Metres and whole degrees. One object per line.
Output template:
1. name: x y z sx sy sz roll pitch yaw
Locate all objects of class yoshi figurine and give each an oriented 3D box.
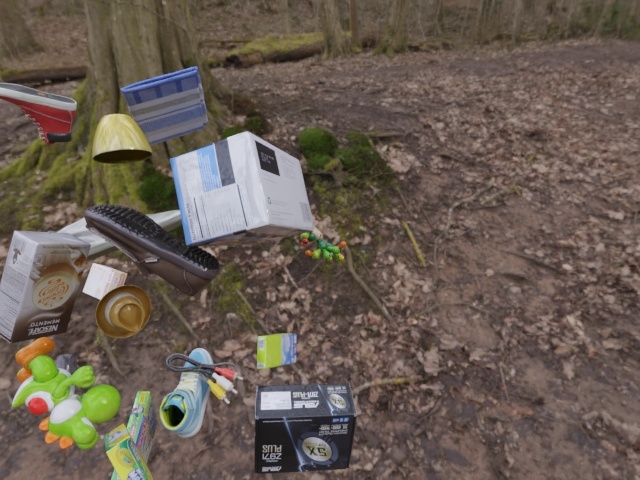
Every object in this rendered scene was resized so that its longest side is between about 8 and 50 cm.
1. yoshi figurine: -0.743 0.452 1.221 0.362 0.203 0.203 36 -7 22

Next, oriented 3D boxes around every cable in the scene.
1. cable: -0.423 0.477 1.502 0.287 0.072 0.139 31 55 -1

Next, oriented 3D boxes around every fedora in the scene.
1. fedora: -0.651 0.250 1.366 0.194 0.194 0.079 -21 29 -40

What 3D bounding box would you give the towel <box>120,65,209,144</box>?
1. towel: -0.431 -0.376 1.157 0.209 0.034 0.285 -24 -9 -15

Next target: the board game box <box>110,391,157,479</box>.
1. board game box: -0.619 0.708 1.356 0.046 0.213 0.317 4 38 -8

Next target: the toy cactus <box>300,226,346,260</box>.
1. toy cactus: 0.000 0.000 1.508 0.219 0.112 0.180 19 25 -34

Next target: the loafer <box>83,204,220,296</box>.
1. loafer: -0.444 0.034 1.032 0.366 0.130 0.134 31 15 -1

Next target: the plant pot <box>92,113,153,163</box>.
1. plant pot: -0.486 -0.248 0.980 0.134 0.095 0.134 -11 0 0

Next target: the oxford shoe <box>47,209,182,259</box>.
1. oxford shoe: -0.644 -0.034 1.262 0.449 0.130 0.169 -17 -2 -4

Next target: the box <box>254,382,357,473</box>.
1. box: -0.032 0.351 0.758 0.180 0.147 0.077 2 26 -8

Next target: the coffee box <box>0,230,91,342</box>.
1. coffee box: -0.688 0.109 0.999 0.098 0.246 0.141 21 7 21

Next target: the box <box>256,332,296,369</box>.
1. box: -0.150 0.383 1.414 0.042 0.109 0.178 -5 -11 30

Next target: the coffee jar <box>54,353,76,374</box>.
1. coffee jar: -1.104 0.545 1.739 0.079 0.096 0.184 3 -22 -39

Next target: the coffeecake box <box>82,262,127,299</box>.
1. coffeecake box: -0.996 0.196 1.870 0.185 0.142 0.068 12 -9 32

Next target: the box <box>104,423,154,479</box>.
1. box: -0.328 0.384 0.699 0.043 0.105 0.179 -29 0 -34

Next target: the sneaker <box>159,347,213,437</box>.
1. sneaker: -0.481 0.537 1.470 0.127 0.208 0.319 -1 62 4

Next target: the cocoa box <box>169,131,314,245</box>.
1. cocoa box: -0.194 -0.116 1.099 0.228 0.231 0.347 -14 -4 16

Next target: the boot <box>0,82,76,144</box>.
1. boot: -0.970 -0.415 1.357 0.244 0.176 0.088 9 30 -34
